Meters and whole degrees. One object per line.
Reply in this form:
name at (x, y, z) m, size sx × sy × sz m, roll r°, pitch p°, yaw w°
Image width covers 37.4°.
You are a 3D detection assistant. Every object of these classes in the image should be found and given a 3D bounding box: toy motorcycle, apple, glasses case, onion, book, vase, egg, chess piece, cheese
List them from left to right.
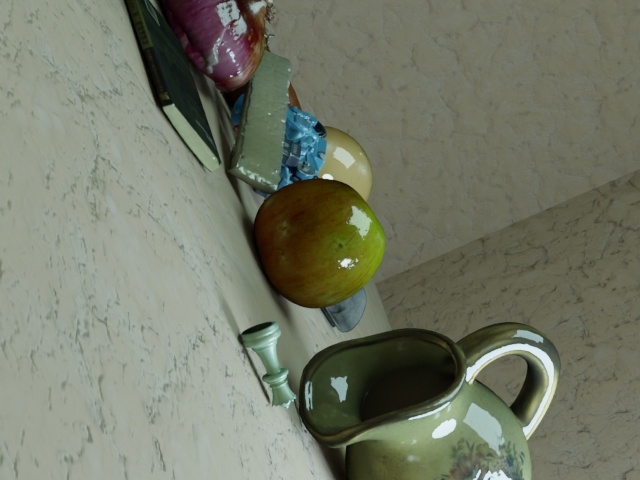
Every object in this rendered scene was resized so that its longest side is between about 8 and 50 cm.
book at (-0.191, -0.214, 1.210) m, size 0.160 × 0.024 × 0.228 m, roll 57°, pitch 11°, yaw -60°
onion at (-0.153, -0.355, 1.510) m, size 0.230 × 0.163 × 0.230 m, roll 59°, pitch 15°, yaw -26°
cheese at (-0.092, -0.207, 1.544) m, size 0.085 × 0.034 × 0.400 m, roll 24°, pitch 36°, yaw -14°
chess piece at (-0.050, 0.134, 0.996) m, size 0.042 × 0.042 × 0.093 m, roll -81°, pitch 151°, yaw -81°
toy motorcycle at (-0.074, -0.176, 1.653) m, size 0.182 × 0.123 × 0.272 m, roll 24°, pitch 33°, yaw -13°
apple at (0.000, 0.000, 1.379) m, size 0.196 × 0.196 × 0.196 m, roll -24°, pitch 90°, yaw -85°
egg at (0.005, -0.141, 1.997) m, size 0.244 × 0.201 × 0.201 m, roll 35°, pitch 30°, yaw -64°
glasses case at (0.017, 0.057, 1.764) m, size 0.114 × 0.060 × 0.299 m, roll -69°, pitch 152°, yaw -26°
vase at (0.166, 0.226, 1.205) m, size 0.241 × 0.329 × 0.302 m, roll 44°, pitch -16°, yaw 55°

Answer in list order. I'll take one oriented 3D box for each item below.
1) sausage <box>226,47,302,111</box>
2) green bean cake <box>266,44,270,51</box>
sausage at (-0.105, -0.261, 1.812) m, size 0.133 × 0.133 × 0.258 m, roll -106°, pitch 172°, yaw -60°
green bean cake at (-0.184, -0.458, 2.062) m, size 0.185 × 0.094 × 0.183 m, roll -94°, pitch 160°, yaw -75°
